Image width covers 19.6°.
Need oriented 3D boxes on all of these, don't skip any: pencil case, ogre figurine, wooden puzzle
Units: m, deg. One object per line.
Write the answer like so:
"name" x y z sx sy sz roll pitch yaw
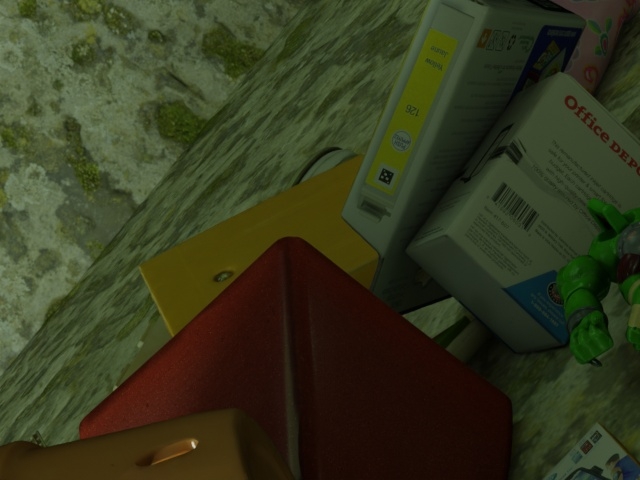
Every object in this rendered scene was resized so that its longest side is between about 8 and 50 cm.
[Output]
"pencil case" 0.257 -0.200 2.029 0.124 0.124 0.284 -32 21 48
"ogre figurine" 0.262 0.011 1.467 0.197 0.097 0.118 -58 24 6
"wooden puzzle" 0.057 0.147 1.697 0.238 0.044 0.221 -42 -2 29

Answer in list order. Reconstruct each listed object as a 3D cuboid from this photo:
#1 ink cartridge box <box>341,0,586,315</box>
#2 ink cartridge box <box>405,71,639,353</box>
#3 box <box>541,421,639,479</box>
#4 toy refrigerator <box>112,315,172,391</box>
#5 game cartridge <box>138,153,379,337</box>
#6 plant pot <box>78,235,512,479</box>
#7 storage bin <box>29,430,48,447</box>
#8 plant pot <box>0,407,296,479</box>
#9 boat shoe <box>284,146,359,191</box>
"ink cartridge box" 0.123 -0.083 1.731 0.307 0.072 0.303 -65 -18 14
"ink cartridge box" 0.196 -0.024 1.647 0.203 0.148 0.086 -53 13 -25
"box" 0.194 0.181 1.335 0.081 0.028 0.136 -47 15 3
"toy refrigerator" -0.212 0.196 2.312 0.102 0.094 0.269 -65 -1 35
"game cartridge" -0.033 0.023 2.110 0.323 0.053 0.285 -26 25 -5
"plant pot" -0.013 0.212 1.454 0.267 0.267 0.236 -42 27 21
"storage bin" -0.380 0.392 2.301 0.262 0.123 0.260 -49 14 -6
"plant pot" -0.102 0.238 1.203 0.203 0.291 0.291 -27 16 5
"boat shoe" 0.000 0.000 2.299 0.103 0.113 0.302 -8 42 40
